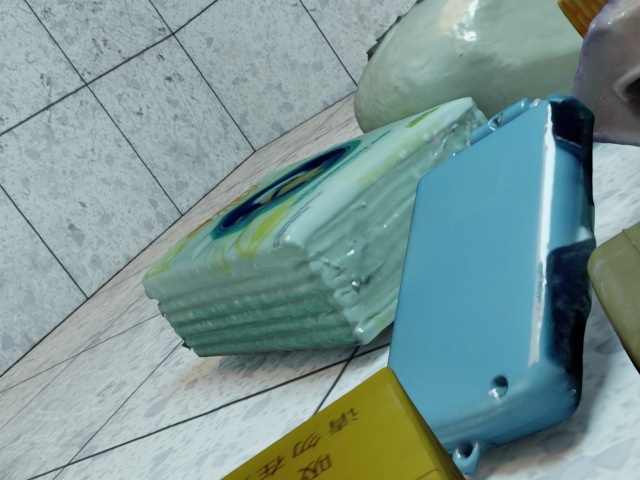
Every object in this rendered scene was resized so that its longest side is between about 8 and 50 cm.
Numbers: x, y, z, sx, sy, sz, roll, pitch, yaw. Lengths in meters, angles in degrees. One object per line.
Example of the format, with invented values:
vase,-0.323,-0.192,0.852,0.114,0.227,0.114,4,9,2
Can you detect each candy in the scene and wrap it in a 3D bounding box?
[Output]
candy,0.226,-0.207,1.164,0.386,0.186,0.427,-19,-2,-26

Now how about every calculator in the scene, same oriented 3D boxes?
calculator,0.119,0.022,0.658,0.173,0.051,0.293,-30,39,48

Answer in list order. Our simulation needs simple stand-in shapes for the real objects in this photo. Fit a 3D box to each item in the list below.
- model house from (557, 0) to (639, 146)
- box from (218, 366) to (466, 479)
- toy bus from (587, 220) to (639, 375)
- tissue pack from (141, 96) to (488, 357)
model house,0.312,-0.149,0.728,0.237,0.202,0.237,-31,17,50
box,-0.017,0.220,0.350,0.264,0.116,0.415,-33,11,3
toy bus,0.258,0.001,0.348,0.289,0.157,0.139,-32,12,15
tissue pack,0.000,0.000,1.066,0.287,0.162,0.388,-38,12,-30
